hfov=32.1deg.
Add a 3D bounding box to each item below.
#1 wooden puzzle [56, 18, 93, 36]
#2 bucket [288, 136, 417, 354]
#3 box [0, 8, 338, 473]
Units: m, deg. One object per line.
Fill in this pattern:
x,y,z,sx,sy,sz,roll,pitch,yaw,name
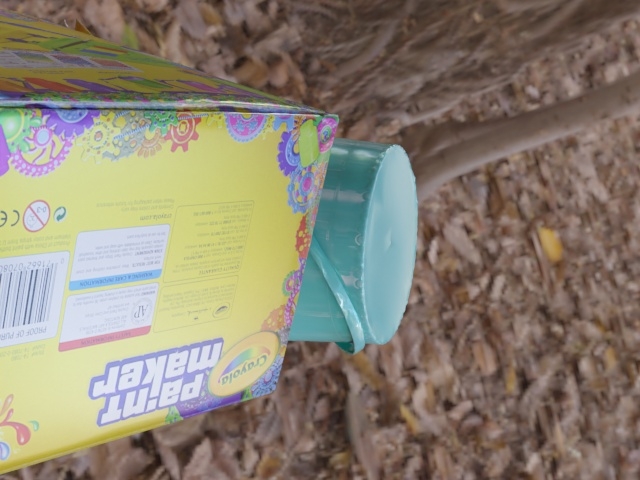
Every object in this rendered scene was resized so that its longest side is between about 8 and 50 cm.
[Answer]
-0.337,-0.237,1.396,0.014,0.116,0.078,30,24,-56,wooden puzzle
0.000,0.000,1.340,0.281,0.183,0.281,4,90,-71,bucket
-0.198,-0.023,0.592,0.290,0.279,0.177,-7,115,-53,box
